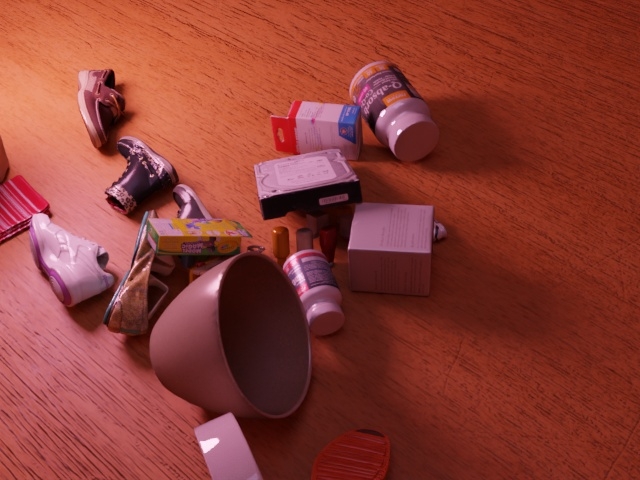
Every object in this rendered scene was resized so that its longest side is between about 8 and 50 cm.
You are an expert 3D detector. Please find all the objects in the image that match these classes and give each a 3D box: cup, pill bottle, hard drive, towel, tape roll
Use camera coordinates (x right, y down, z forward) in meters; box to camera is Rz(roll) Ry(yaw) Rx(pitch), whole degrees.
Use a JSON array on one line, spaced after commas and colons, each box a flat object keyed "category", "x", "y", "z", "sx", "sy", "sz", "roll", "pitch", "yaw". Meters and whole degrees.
[{"category": "cup", "x": -0.201, "y": 0.208, "z": 1.622, "sx": 0.237, "sy": 0.331, "sz": 0.331, "roll": -15, "pitch": 42, "yaw": 26}, {"category": "pill bottle", "x": -0.012, "y": 0.117, "z": 1.792, "sx": 0.108, "sy": 0.108, "sz": 0.180, "roll": -16, "pitch": 47, "yaw": -8}, {"category": "hard drive", "x": -0.040, "y": -0.146, "z": 1.971, "sx": 0.237, "sy": 0.064, "sz": 0.339, "roll": -11, "pitch": 19, "yaw": -2}, {"category": "towel", "x": -0.865, "y": -0.062, "z": 2.108, "sx": 0.275, "sy": 0.031, "sz": 0.199, "roll": -34, "pitch": 52, "yaw": -23}, {"category": "pill bottle", "x": 0.199, "y": -0.346, "z": 2.162, "sx": 0.162, "sy": 0.162, "sz": 0.278, "roll": -19, "pitch": 48, "yaw": -11}, {"category": "tape roll", "x": -0.102, "y": 0.467, "z": 1.290, "sx": 0.072, "sy": 0.392, "sz": 0.392, "roll": -21, "pitch": 49, "yaw": -12}]

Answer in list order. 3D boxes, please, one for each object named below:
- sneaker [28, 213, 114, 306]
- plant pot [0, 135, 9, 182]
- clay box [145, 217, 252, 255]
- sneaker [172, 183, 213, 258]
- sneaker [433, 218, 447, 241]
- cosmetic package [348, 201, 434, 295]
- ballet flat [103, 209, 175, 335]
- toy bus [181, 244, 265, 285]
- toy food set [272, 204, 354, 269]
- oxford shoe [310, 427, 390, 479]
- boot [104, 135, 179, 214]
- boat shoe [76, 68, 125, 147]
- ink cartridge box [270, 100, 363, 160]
[{"category": "sneaker", "x": -0.606, "y": 0.038, "z": 1.952, "sx": 0.152, "sy": 0.114, "sz": 0.305, "roll": -20, "pitch": 51, "yaw": -30}, {"category": "plant pot", "x": -0.990, "y": -0.281, "z": 2.136, "sx": 0.334, "sy": 0.305, "sz": 0.333, "roll": -3, "pitch": 46, "yaw": 3}, {"category": "clay box", "x": -0.279, "y": -0.009, "z": 1.858, "sx": 0.222, "sy": 0.053, "sz": 0.127, "roll": 1, "pitch": 20, "yaw": -25}, {"category": "sneaker", "x": -0.343, "y": -0.050, "z": 2.001, "sx": 0.118, "sy": 0.083, "sz": 0.222, "roll": -28, "pitch": 52, "yaw": -18}, {"category": "sneaker", "x": 0.259, "y": -0.039, "z": 1.953, "sx": 0.044, "sy": 0.040, "sz": 0.109, "roll": -29, "pitch": 50, "yaw": -16}, {"category": "cosmetic package", "x": 0.163, "y": 0.019, "z": 1.833, "sx": 0.184, "sy": 0.151, "sz": 0.151, "roll": 4, "pitch": 47, "yaw": 9}, {"category": "ballet flat", "x": -0.403, "y": 0.078, "z": 1.883, "sx": 0.123, "sy": 0.123, "sz": 0.348, "roll": 2, "pitch": 47, "yaw": 8}, {"category": "toy bus", "x": -0.211, "y": 0.091, "z": 1.839, "sx": 0.202, "sy": 0.104, "sz": 0.191, "roll": -1, "pitch": 19, "yaw": -17}, {"category": "toy food set", "x": 0.000, "y": 0.000, "z": 1.931, "sx": 0.232, "sy": 0.104, "sz": 0.111, "roll": -22, "pitch": 32, "yaw": -38}, {"category": "oxford shoe", "x": 0.038, "y": 0.482, "z": 1.450, "sx": 0.130, "sy": 0.132, "sz": 0.363, "roll": 8, "pitch": 30, "yaw": 20}, {"category": "boot", "x": -0.513, "y": -0.176, "z": 2.137, "sx": 0.236, "sy": 0.085, "sz": 0.178, "roll": 33, "pitch": 61, "yaw": 30}, {"category": "boat shoe", "x": -0.628, "y": -0.397, "z": 2.334, "sx": 0.123, "sy": 0.123, "sz": 0.342, "roll": -15, "pitch": 41, "yaw": -5}, {"category": "ink cartridge box", "x": -0.008, "y": -0.296, "z": 2.156, "sx": 0.231, "sy": 0.134, "sz": 0.078, "roll": 8, "pitch": 50, "yaw": 13}]
